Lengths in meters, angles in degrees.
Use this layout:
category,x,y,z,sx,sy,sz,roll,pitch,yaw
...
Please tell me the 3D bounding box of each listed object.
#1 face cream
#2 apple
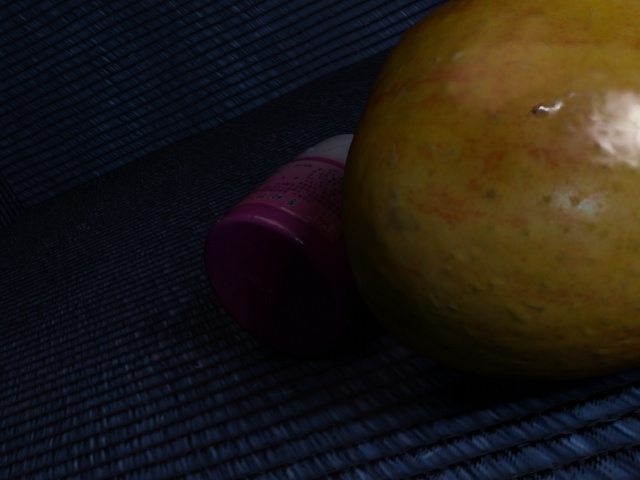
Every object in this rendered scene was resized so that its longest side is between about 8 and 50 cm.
category,x,y,z,sx,sy,sz,roll,pitch,yaw
face cream,0.000,0.000,0.807,0.175,0.175,0.195,-8,28,42
apple,0.167,-0.040,0.542,0.275,0.299,0.299,8,31,18
